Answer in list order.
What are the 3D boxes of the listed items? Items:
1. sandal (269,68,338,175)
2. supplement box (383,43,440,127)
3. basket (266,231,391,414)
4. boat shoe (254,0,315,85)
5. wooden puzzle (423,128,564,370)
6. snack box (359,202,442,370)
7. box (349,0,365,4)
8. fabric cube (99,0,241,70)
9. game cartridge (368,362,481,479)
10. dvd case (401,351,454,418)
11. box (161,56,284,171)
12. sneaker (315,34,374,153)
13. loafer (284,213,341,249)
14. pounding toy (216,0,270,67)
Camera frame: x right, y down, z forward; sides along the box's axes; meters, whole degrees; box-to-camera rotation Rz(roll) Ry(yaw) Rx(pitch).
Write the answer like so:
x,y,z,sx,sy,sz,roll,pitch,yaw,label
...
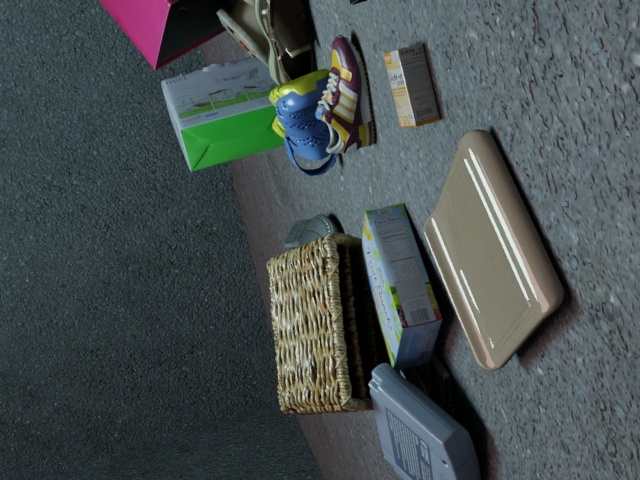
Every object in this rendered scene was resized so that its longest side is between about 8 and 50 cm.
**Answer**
x,y,z,sx,sy,sz,roll,pitch,yaw,label
-0.015,-0.207,1.623,0.317,0.126,0.138,84,164,-81,sandal
0.115,-0.195,1.140,0.062,0.036,0.098,-156,51,-76,supplement box
0.055,0.149,1.576,0.223,0.213,0.299,-22,70,55,basket
-0.050,-0.373,1.637,0.095,0.095,0.257,49,163,35,boat shoe
0.197,0.017,1.046,0.239,0.044,0.221,107,146,-64,wooden puzzle
0.121,0.075,1.413,0.174,0.070,0.207,92,163,-61,snack box
0.045,-0.406,1.199,0.116,0.029,0.162,-161,54,-77,box
-0.305,-0.564,1.862,0.258,0.259,0.254,51,155,6,fabric cube
0.172,0.339,1.452,0.198,0.062,0.297,34,154,32,game cartridge
0.177,0.226,1.540,0.221,0.018,0.164,-122,18,-55,dvd case
-0.217,-0.307,2.111,0.231,0.262,0.127,-119,16,-47,box
0.030,-0.225,1.414,0.069,0.084,0.185,-131,26,-67,sneaker
0.000,0.000,1.992,0.094,0.087,0.251,-63,18,-6,loafer
-0.103,-0.449,1.817,0.154,0.155,0.269,46,-178,-5,pounding toy
